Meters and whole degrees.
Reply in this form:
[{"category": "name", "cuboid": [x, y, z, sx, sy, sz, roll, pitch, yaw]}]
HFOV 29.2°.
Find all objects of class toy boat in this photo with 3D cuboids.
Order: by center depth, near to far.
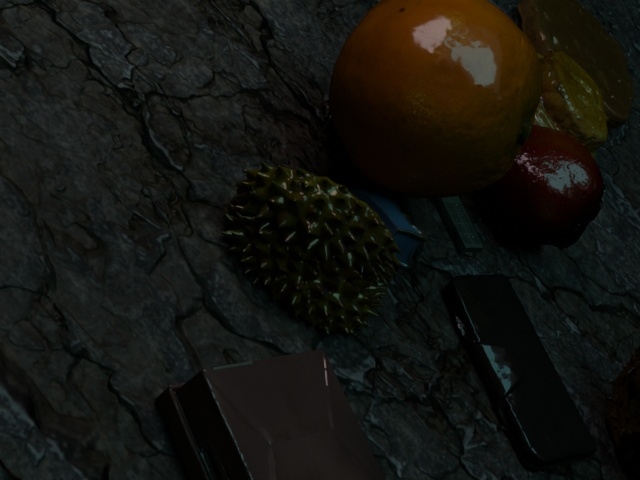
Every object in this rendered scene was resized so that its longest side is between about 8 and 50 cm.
[{"category": "toy boat", "cuboid": [0.086, -0.027, 1.738, 0.077, 0.075, 0.185, 14, 20, -37]}]

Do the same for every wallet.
[{"category": "wallet", "cuboid": [0.293, 0.187, 1.816, 0.165, 0.042, 0.309, 2, 57, -47]}]

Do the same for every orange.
[{"category": "orange", "cuboid": [0.163, -0.206, 1.749, 0.312, 0.312, 0.312, 27, 42, -28]}]

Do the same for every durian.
[{"category": "durian", "cuboid": [0.002, 0.004, 1.586, 0.260, 0.186, 0.154, 22, 37, -14]}]

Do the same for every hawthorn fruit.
[{"category": "hawthorn fruit", "cuboid": [0.345, -0.104, 2.016, 0.251, 0.189, 0.189, 43, 36, 2]}]

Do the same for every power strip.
[{"category": "power strip", "cuboid": [0.213, -0.037, 1.946, 0.051, 0.019, 0.136, 0, 59, -44]}]

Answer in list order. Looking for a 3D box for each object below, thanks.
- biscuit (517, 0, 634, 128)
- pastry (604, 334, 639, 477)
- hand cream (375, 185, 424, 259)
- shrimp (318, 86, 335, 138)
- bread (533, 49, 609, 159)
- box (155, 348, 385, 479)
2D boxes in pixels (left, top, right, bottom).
[{"category": "biscuit", "cuboid": [0.531, -0.386, 2.554, 0.312, 0.057, 0.351, 26, 41, -28]}, {"category": "pastry", "cuboid": [0.560, 0.256, 1.843, 0.275, 0.275, 0.193, 56, 19, 8]}, {"category": "hand cream", "cuboid": [0.117, -0.071, 1.847, 0.075, 0.052, 0.248, 23, 44, -33]}, {"category": "shrimp", "cuboid": [0.040, -0.221, 1.885, 0.233, 0.079, 0.090, -58, 142, -47]}, {"category": "bread", "cuboid": [0.443, -0.241, 2.280, 0.198, 0.120, 0.236, 35, 40, -33]}, {"category": "box", "cuboid": [-0.047, 0.235, 1.379, 0.215, 0.086, 0.215, -3, 60, -48]}]
